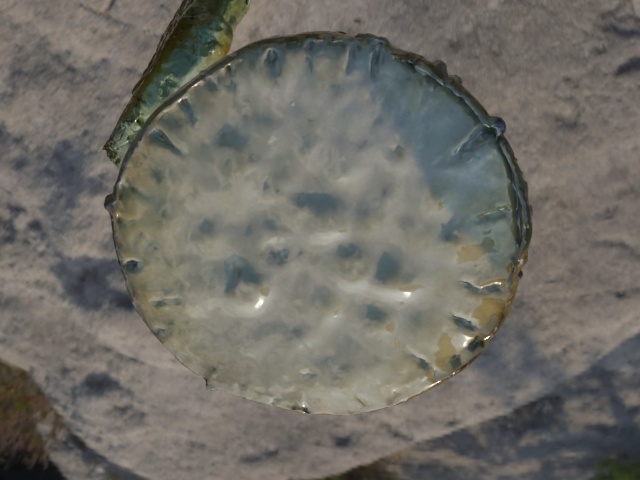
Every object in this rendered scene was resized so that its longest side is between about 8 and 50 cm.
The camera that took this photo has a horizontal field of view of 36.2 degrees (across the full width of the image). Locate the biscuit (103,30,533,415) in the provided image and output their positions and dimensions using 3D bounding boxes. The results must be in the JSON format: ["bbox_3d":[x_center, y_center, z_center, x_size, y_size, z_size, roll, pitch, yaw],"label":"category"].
[{"bbox_3d":[0.000,0.000,0.345,0.152,0.020,0.152,2,112,4],"label":"biscuit"}]

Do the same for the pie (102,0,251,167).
[{"bbox_3d":[-0.166,-0.204,1.149,0.071,0.306,0.306,29,122,-14],"label":"pie"}]
